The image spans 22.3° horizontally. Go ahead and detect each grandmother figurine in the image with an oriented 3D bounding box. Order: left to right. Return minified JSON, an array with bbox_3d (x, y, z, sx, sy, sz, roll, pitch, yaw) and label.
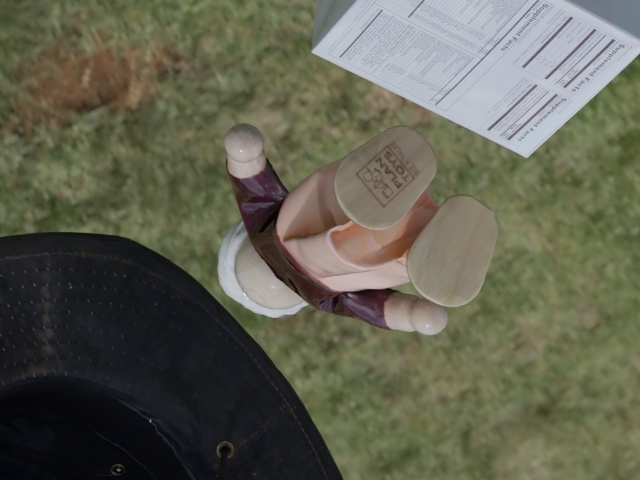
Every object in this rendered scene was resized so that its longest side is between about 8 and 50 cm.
[{"bbox_3d":[0.000,0.000,1.183,0.104,0.208,0.342,-36,-177,-20],"label":"grandmother figurine"}]

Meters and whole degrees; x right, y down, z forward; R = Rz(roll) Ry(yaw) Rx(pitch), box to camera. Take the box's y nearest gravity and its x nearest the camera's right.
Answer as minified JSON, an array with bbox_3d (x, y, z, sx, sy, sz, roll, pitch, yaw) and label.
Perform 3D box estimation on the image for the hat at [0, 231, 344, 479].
[{"bbox_3d":[-0.133,0.165,0.815,0.331,0.331,0.134,2,163,-34],"label":"hat"}]

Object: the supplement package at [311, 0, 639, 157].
[{"bbox_3d":[0.156,-0.255,1.615,0.263,0.199,0.198,24,136,-21],"label":"supplement package"}]
